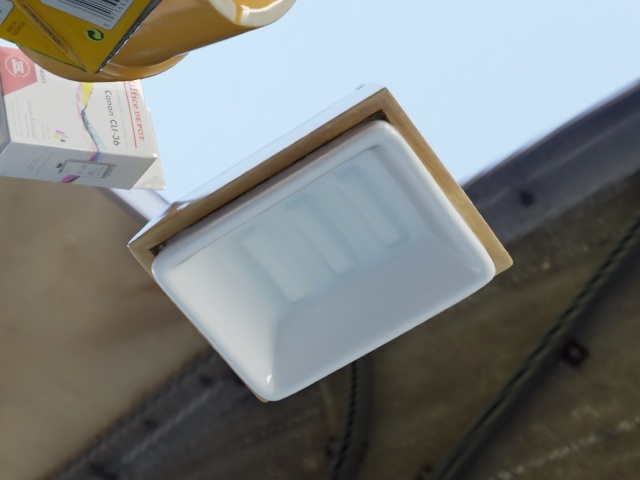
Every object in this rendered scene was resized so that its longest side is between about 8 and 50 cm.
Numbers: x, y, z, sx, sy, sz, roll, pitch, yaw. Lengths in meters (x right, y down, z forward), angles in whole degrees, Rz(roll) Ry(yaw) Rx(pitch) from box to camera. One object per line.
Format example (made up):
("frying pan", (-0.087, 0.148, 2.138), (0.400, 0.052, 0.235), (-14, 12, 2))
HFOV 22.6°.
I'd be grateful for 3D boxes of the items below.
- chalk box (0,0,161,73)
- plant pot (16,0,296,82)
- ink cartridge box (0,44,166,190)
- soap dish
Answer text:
("chalk box", (-0.155, -0.282, 0.936), (0.180, 0.179, 0.289), (-37, -139, 52))
("plant pot", (-0.117, -0.221, 1.198), (0.188, 0.205, 0.205), (5, -112, 43))
("ink cartridge box", (-0.237, -0.119, 1.603), (0.067, 0.198, 0.115), (-43, -128, 44))
("soap dish", (0.000, 0.000, 1.520), (0.291, 0.229, 0.118), (-30, -151, 16))
